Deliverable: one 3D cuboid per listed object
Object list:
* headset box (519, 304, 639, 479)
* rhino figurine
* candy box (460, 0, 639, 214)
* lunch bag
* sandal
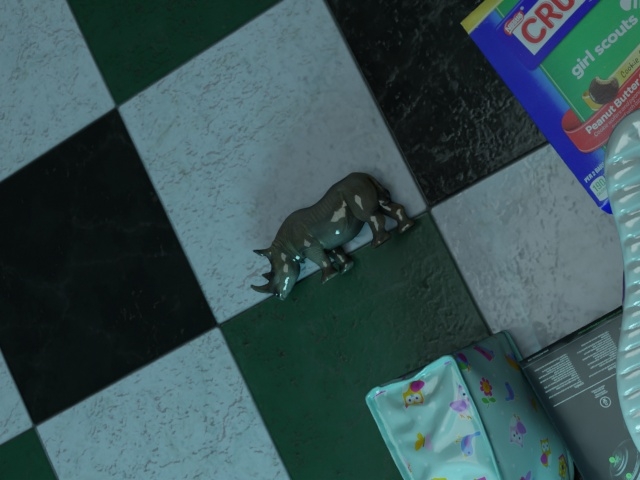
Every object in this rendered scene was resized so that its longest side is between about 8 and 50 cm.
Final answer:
[{"bbox_3d":[0.420,0.205,1.597,0.246,0.131,0.283,-33,79,19],"label":"headset box"},{"bbox_3d":[0.000,0.000,1.799,0.243,0.073,0.106,-34,83,21],"label":"rhino figurine"},{"bbox_3d":[0.362,-0.225,1.569,0.268,0.122,0.317,-43,57,20],"label":"candy box"},{"bbox_3d":[0.198,0.264,1.643,0.160,0.223,0.262,-28,83,27],"label":"lunch bag"},{"bbox_3d":[0.402,0.051,1.480,0.169,0.102,0.416,-5,102,7],"label":"sandal"}]
